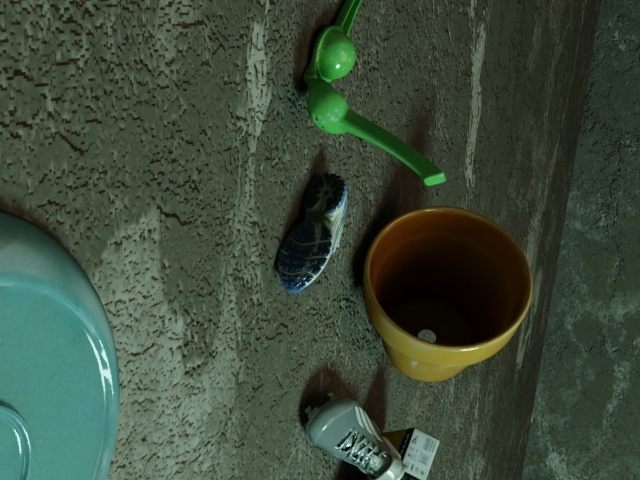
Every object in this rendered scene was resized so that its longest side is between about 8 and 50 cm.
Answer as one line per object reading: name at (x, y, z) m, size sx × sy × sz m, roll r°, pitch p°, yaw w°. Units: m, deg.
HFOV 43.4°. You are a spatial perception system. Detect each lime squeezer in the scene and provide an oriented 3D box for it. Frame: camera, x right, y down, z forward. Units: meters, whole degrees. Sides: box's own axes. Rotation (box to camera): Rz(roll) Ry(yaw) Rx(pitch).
lime squeezer at (0.033, -0.170, 0.779) m, size 0.059 × 0.109 × 0.311 m, roll 36°, pitch 37°, yaw -46°

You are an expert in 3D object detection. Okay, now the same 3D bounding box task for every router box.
router box at (0.091, 0.355, 1.119) m, size 0.179 × 0.046 × 0.133 m, roll -65°, pitch -170°, yaw -24°

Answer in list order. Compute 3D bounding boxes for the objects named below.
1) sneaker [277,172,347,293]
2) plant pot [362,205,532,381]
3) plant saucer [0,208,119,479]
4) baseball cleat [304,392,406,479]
sneaker at (0.000, 0.000, 0.838) m, size 0.135 × 0.052 × 0.058 m, roll -66°, pitch 157°, yaw -22°
plant pot at (0.153, 0.091, 1.054) m, size 0.188 × 0.205 × 0.205 m, roll 92°, pitch 23°, yaw -57°
plant saucer at (-0.217, 0.138, 0.462) m, size 0.317 × 0.043 × 0.318 m, roll -39°, pitch 135°, yaw -54°
baseball cleat at (0.054, 0.252, 0.996) m, size 0.072 × 0.109 × 0.206 m, roll -49°, pitch 151°, yaw 1°
